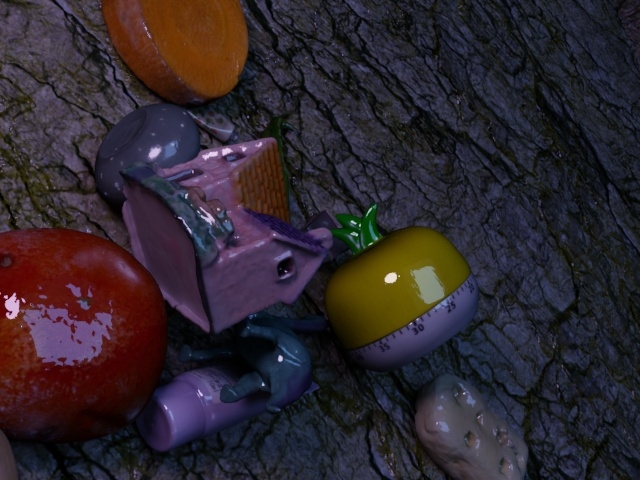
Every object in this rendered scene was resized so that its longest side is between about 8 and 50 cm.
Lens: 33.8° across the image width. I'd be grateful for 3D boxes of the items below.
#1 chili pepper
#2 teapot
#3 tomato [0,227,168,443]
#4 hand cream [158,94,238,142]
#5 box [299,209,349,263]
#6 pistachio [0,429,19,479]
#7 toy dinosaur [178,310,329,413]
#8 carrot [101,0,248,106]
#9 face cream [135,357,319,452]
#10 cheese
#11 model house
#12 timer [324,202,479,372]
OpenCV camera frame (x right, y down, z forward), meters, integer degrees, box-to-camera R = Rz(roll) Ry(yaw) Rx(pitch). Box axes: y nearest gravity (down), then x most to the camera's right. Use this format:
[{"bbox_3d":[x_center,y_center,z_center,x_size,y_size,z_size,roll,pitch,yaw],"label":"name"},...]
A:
[{"bbox_3d":[-0.080,-0.085,1.843,0.085,0.076,0.359,13,57,-10],"label":"chili pepper"},{"bbox_3d":[-0.221,-0.086,1.639,0.251,0.183,0.183,45,44,-31],"label":"teapot"},{"bbox_3d":[-0.337,0.103,1.391,0.338,0.144,0.338,18,51,-24],"label":"tomato"},{"bbox_3d":[-0.210,-0.224,1.819,0.165,0.037,0.057,38,47,-16],"label":"hand cream"},{"bbox_3d":[0.000,0.000,1.882,0.063,0.060,0.085,-38,97,-40],"label":"box"},{"bbox_3d":[-0.434,0.298,1.244,0.153,0.137,0.238,-17,86,-27],"label":"pistachio"},{"bbox_3d":[-0.030,0.177,1.592,0.331,0.129,0.383,16,16,-38],"label":"toy dinosaur"},{"bbox_3d":[-0.244,-0.370,1.815,0.258,0.100,0.307,4,68,-42],"label":"carrot"},{"bbox_3d":[-0.146,0.227,1.580,0.274,0.154,0.096,-18,122,-44],"label":"face cream"},{"bbox_3d":[0.278,0.363,1.931,0.263,0.093,0.159,44,44,-17],"label":"cheese"},{"bbox_3d":[-0.122,-0.024,1.486,0.237,0.237,0.202,-22,118,-26],"label":"model house"},{"bbox_3d":[0.113,0.060,1.804,0.285,0.285,0.285,22,55,-35],"label":"timer"}]
